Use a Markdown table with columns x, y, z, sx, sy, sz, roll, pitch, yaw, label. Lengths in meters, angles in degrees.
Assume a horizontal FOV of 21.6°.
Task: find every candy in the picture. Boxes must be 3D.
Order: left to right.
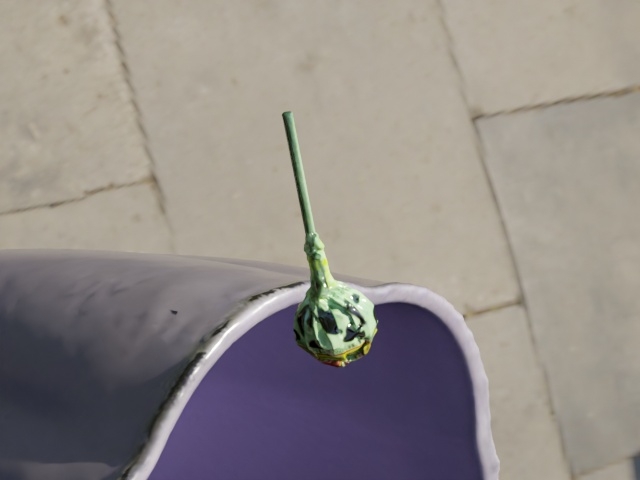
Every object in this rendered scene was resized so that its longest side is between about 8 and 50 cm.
| x | y | z | sx | sy | sz | roll | pitch | yaw | label |
| --- | --- | --- | --- | --- | --- | --- | --- | --- | --- |
| 0.000 | 0.000 | 0.489 | 0.023 | 0.025 | 0.083 | -27 | 123 | -29 | candy |

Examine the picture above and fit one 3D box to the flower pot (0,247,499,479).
| x | y | z | sx | sy | sz | roll | pitch | yaw | label |
| --- | --- | --- | --- | --- | --- | --- | --- | --- | --- |
| -0.091 | 0.109 | 0.719 | 0.265 | 0.243 | 0.265 | -24 | 123 | -44 | flower pot |
